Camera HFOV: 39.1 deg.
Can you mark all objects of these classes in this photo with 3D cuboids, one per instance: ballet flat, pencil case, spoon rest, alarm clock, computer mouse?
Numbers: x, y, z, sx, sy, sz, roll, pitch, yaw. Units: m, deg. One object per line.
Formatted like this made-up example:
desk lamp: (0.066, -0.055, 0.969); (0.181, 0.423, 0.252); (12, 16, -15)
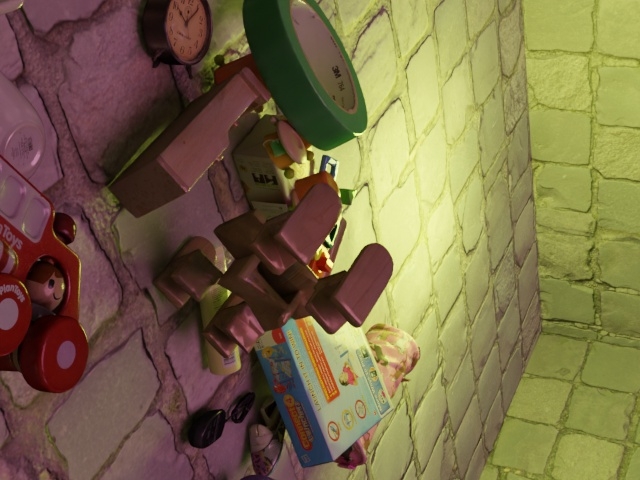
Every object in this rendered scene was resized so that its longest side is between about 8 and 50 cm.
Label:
ballet flat: (-0.108, 0.395, 1.934); (0.079, 0.077, 0.221); (51, 46, -32)
pencil case: (0.114, 0.384, 2.253); (0.386, 0.167, 0.160); (-52, 175, -43)
spoon rest: (-0.421, -0.187, 1.175); (0.137, 0.084, 0.276); (-41, 146, -49)
alarm clock: (-0.231, -0.372, 1.474); (0.129, 0.064, 0.191); (17, 85, -62)
computer mouse: (-0.197, 0.349, 1.787); (0.242, 0.041, 0.071); (-18, 123, -67)

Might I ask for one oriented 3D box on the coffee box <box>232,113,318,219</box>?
coffee box: (-0.074, -0.111, 1.808); (0.141, 0.098, 0.246); (-55, 143, -39)

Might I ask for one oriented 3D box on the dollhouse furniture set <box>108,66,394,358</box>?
dollhouse furniture set: (-0.112, -0.041, 1.508); (0.394, 0.362, 0.256); (49, 50, -18)

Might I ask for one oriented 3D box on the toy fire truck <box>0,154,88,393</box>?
toy fire truck: (-0.403, 0.047, 1.167); (0.302, 0.170, 0.253); (54, 45, -54)

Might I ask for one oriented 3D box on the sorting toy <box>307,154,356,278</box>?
sorting toy: (0.000, 0.000, 1.823); (0.196, 0.047, 0.347); (47, 58, -57)

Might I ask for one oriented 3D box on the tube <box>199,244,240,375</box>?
tube: (-0.196, 0.135, 1.704); (0.070, 0.062, 0.240); (-128, -150, -69)

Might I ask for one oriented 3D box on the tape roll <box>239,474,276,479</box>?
tape roll: (-0.126, 0.574, 1.812); (0.080, 0.189, 0.188); (-29, 123, -58)

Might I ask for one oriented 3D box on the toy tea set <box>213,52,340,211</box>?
toy tea set: (-0.090, -0.188, 1.635); (0.200, 0.124, 0.335); (19, 47, -63)

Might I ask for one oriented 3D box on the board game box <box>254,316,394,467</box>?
board game box: (0.011, 0.291, 1.971); (0.302, 0.086, 0.308); (-22, 91, -58)

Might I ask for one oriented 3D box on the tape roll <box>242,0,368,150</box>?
tape roll: (-0.023, -0.324, 1.658); (0.321, 0.077, 0.321); (50, 25, -34)
